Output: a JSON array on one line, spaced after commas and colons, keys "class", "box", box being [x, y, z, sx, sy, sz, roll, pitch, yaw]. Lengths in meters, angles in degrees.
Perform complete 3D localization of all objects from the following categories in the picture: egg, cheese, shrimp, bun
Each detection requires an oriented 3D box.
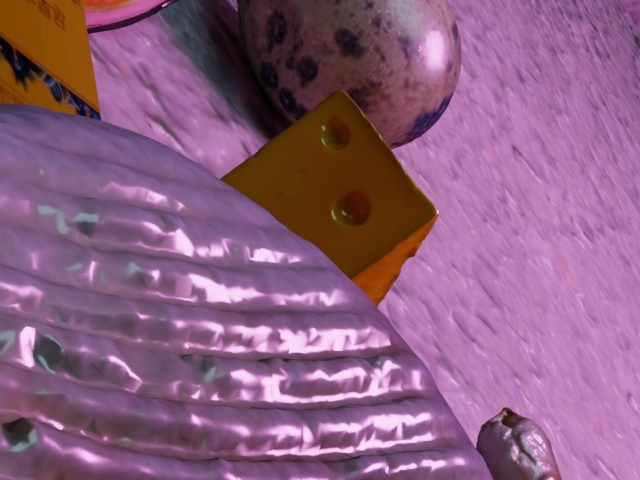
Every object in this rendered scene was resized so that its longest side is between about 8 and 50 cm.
[{"class": "egg", "box": [0.016, -0.144, 1.119, 0.182, 0.141, 0.141, 53, 20, 18]}, {"class": "cheese", "box": [0.000, 0.000, 0.966, 0.093, 0.126, 0.171, 53, 2, 12]}, {"class": "shrimp", "box": [0.119, 0.152, 0.969, 0.166, 0.049, 0.161, 58, 14, -58]}, {"class": "bun", "box": [-0.065, 0.132, 0.437, 0.362, 0.211, 0.362, 37, 30, -26]}]

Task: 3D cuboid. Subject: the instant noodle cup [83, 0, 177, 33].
[{"class": "instant noodle cup", "box": [-0.139, -0.283, 0.915, 0.255, 0.244, 0.244, 51, 20, 12]}]

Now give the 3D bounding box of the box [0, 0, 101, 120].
[{"class": "box", "box": [-0.137, -0.045, 0.689, 0.153, 0.041, 0.279, 43, 32, -60]}]
